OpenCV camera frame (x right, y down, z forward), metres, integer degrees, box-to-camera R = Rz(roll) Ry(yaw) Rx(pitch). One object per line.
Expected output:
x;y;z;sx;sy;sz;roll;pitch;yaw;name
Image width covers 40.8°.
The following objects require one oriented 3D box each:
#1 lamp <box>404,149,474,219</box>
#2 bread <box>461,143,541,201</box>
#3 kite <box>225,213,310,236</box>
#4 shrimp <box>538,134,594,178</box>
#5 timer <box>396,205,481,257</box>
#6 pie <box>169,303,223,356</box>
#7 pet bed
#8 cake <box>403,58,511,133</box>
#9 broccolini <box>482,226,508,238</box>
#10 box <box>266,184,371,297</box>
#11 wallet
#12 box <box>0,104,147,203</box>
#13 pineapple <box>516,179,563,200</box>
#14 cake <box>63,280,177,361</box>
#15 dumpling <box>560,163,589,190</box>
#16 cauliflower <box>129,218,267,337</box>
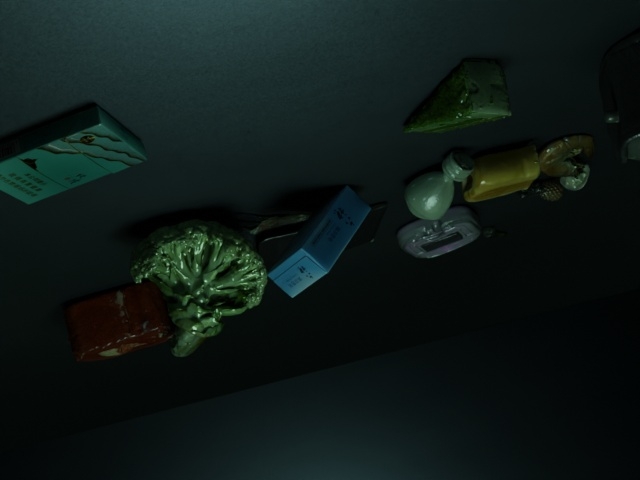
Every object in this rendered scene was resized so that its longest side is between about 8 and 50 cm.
0.262;-0.120;1.893;0.106;0.106;0.193;-1;148;-36;lamp
0.398;-0.151;1.921;0.173;0.085;0.134;-13;165;-11;bread
-0.127;-0.038;1.940;0.127;0.016;0.229;-32;159;33;kite
0.590;-0.198;2.024;0.133;0.053;0.236;-47;145;22;shrimp
0.314;-0.018;2.265;0.209;0.069;0.191;-22;158;22;timer
-0.264;0.167;2.092;0.306;0.071;0.306;-51;-179;1;pie
0.595;-0.264;1.569;0.159;0.210;0.183;1;158;-18;pet bed
0.246;-0.224;1.573;0.100;0.099;0.235;-3;159;-28;cake
0.509;-0.024;2.483;0.140;0.030;0.035;2;119;-53;broccolini
-0.002;0.000;1.847;0.142;0.083;0.232;-38;-169;47;box
0.000;0.000;2.102;0.323;0.041;0.247;-15;162;-11;wallet
-0.418;-0.132;1.384;0.229;0.041;0.162;-19;161;9;box
0.550;-0.124;2.169;0.124;0.058;0.058;-5;159;-27;pineapple
-0.484;0.206;2.135;0.283;0.150;0.177;-20;158;-3;cake
0.637;-0.154;2.148;0.077;0.059;0.043;-20;152;16;dumpling
-0.252;0.089;1.821;0.275;0.250;0.272;2;160;7;cauliflower
